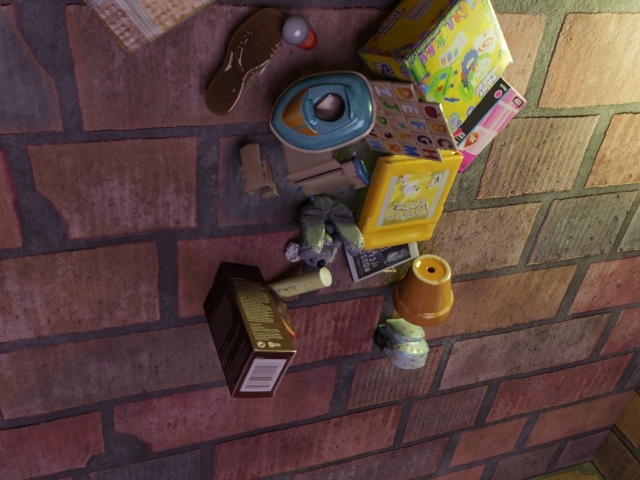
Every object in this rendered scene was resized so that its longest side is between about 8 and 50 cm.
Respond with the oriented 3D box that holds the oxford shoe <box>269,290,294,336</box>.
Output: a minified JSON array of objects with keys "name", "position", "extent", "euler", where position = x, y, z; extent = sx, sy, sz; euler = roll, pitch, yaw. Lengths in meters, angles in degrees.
[{"name":"oxford shoe","position":[-0.129,0.249,2.056],"extent":[0.097,0.098,0.271],"euler":[9,157,14]}]

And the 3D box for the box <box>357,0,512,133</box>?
[{"name":"box","position":[0.296,-0.463,1.581],"extent":[0.290,0.177,0.279],"euler":[-50,132,-10]}]

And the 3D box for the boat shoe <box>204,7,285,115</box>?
[{"name":"boat shoe","position":[-0.186,-0.434,1.517],"extent":[0.105,0.089,0.285],"euler":[36,105,-13]}]

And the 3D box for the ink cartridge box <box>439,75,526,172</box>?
[{"name":"ink cartridge box","position":[0.429,-0.330,1.884],"extent":[0.176,0.069,0.371],"euler":[28,113,-37]}]

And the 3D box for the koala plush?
[{"name":"koala plush","position":[0.000,0.000,1.897],"extent":[0.196,0.203,0.221],"euler":[-4,148,-18]}]

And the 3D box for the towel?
[{"name":"towel","position":[-0.342,-0.599,1.339],"extent":[0.370,0.040,0.271],"euler":[-32,131,5]}]

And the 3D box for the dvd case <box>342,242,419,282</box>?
[{"name":"dvd case","position":[0.194,0.020,2.027],"extent":[0.239,0.029,0.179],"euler":[-23,123,-9]}]

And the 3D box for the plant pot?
[{"name":"plant pot","position":[0.357,0.155,2.113],"extent":[0.205,0.205,0.188],"euler":[-12,140,-16]}]

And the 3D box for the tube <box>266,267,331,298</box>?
[{"name":"tube","position":[-0.076,0.143,1.980],"extent":[0.240,0.062,0.070],"euler":[-17,100,33]}]

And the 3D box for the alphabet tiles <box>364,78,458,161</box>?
[{"name":"alphabet tiles","position":[0.179,-0.310,1.623],"extent":[0.011,0.343,0.285],"euler":[-60,142,-20]}]

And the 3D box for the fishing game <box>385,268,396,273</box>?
[{"name":"fishing game","position":[0.231,0.011,2.076],"extent":[0.189,0.041,0.264],"euler":[1,126,-22]}]

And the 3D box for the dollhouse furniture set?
[{"name":"dollhouse furniture set","position":[-0.042,-0.234,1.744],"extent":[0.287,0.198,0.303],"euler":[-16,166,15]}]

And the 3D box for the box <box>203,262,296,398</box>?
[{"name":"box","position":[-0.218,0.257,1.835],"extent":[0.143,0.381,0.191],"euler":[8,123,-32]}]

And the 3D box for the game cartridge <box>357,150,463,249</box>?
[{"name":"game cartridge","position":[0.258,-0.116,1.872],"extent":[0.285,0.052,0.323],"euler":[-9,132,-27]}]

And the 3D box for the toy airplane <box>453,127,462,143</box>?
[{"name":"toy airplane","position":[0.349,-0.340,1.805],"extent":[0.151,0.151,0.028],"euler":[-44,174,12]}]

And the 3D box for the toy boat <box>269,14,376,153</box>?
[{"name":"toy boat","position":[-0.018,-0.369,1.495],"extent":[0.268,0.148,0.318],"euler":[-15,90,16]}]

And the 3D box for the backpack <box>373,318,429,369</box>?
[{"name":"backpack","position":[0.308,0.377,2.297],"extent":[0.166,0.188,0.144],"euler":[3,125,-25]}]
